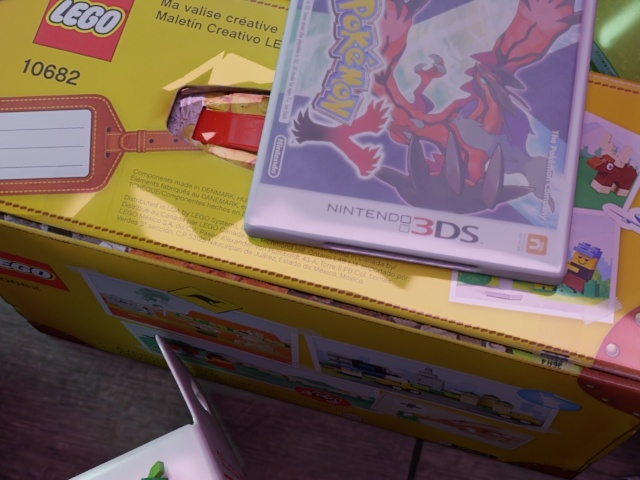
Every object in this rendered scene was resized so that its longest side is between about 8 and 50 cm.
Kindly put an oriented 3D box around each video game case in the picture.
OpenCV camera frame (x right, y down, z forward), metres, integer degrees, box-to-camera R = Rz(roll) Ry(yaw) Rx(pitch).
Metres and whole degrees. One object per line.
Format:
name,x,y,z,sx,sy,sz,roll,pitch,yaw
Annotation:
video game case,0.063,-0.084,0.693,0.183,0.023,0.201,9,71,5

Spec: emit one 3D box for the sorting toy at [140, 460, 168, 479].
sorting toy,-0.119,0.191,0.785,0.062,0.012,0.083,32,81,21

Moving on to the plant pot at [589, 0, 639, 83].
plant pot,0.345,-0.209,0.912,0.293,0.275,0.274,-33,73,7

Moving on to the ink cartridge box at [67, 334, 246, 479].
ink cartridge box,-0.087,0.266,0.874,0.119,0.207,0.353,-25,71,-4

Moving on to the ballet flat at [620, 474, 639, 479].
ballet flat,0.281,0.245,0.959,0.041,0.041,0.114,-16,73,-3

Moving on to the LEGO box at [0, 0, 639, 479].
LEGO box,0.000,0.000,0.874,0.500,0.372,0.193,15,72,6
